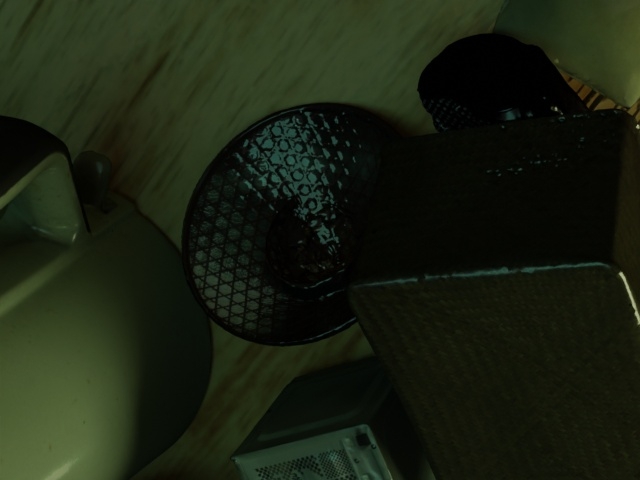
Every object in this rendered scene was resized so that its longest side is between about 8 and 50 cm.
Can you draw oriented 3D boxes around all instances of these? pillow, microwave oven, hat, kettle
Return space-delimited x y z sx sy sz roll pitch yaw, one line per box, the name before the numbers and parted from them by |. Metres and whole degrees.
pillow | 0.204 -0.196 1.239 0.119 0.053 0.208 32 122 15
microwave oven | 0.040 0.207 1.378 0.122 0.162 0.208 -17 104 26
hat | 0.000 0.000 1.374 0.193 0.082 0.193 -11 63 22
kettle | -0.250 0.082 1.327 0.250 0.377 0.361 27 115 12

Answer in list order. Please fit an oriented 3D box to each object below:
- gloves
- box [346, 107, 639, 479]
gloves | 0.146 -0.050 1.300 0.129 0.106 0.180 -6 134 25
box | 0.147 0.063 1.235 0.184 0.143 0.273 -6 134 23
